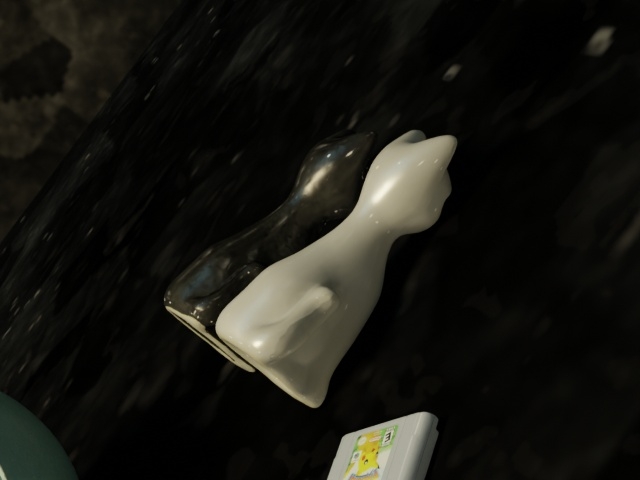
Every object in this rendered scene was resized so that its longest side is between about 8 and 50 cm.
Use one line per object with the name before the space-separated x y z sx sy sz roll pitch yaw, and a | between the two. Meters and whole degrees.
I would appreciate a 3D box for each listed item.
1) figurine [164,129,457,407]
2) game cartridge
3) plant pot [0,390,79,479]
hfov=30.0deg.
figurine | 0.000 0.000 0.872 0.209 0.092 0.215 -52 21 -10
game cartridge | 0.031 0.131 0.682 0.083 0.017 0.056 -29 35 49
plant pot | -0.296 0.229 0.930 0.290 0.290 0.195 -48 -15 14
